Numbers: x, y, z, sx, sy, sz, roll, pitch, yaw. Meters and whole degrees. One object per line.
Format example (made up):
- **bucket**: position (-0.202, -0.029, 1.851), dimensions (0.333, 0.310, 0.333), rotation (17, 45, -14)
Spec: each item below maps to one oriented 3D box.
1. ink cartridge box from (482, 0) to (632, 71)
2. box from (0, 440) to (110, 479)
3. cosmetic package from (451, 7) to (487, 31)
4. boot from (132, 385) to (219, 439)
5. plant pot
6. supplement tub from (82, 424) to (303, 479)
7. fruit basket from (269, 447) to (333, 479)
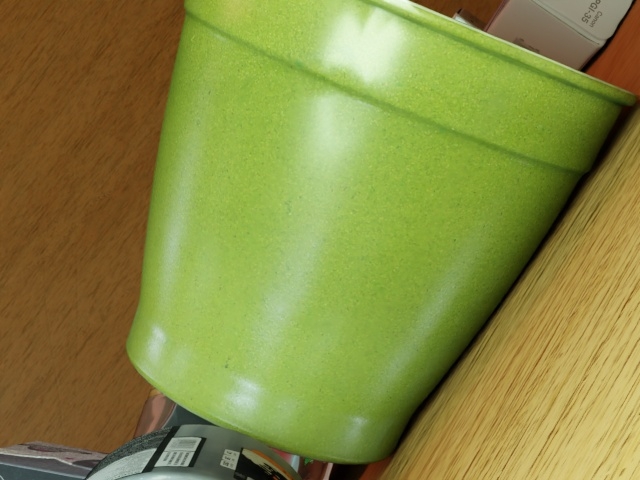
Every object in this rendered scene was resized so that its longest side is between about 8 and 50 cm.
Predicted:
- **ink cartridge box**: position (0.277, -0.268, 1.873), dimensions (0.207, 0.117, 0.283), rotation (-56, 1, -26)
- **box**: position (-0.246, 0.302, 1.675), dimensions (0.163, 0.247, 0.142), rotation (2, -85, -68)
- **cosmetic package**: position (0.170, -0.153, 2.204), dimensions (0.309, 0.160, 0.113), rotation (-54, 0, 16)
- **boot**: position (-0.149, 0.135, 1.556), dimensions (0.280, 0.096, 0.264), rotation (-131, 55, -69)
- **plant pot**: position (0.012, -0.026, 1.261), dimensions (0.366, 0.366, 0.353), rotation (-61, -6, -81)
- **supplement tub**: position (-0.088, 0.226, 0.977), dimensions (0.193, 0.194, 0.316), rotation (-56, 1, 1)
- **fruit basket**: position (-0.038, 0.161, 1.533), dimensions (0.353, 0.165, 0.327), rotation (-67, 14, -18)
